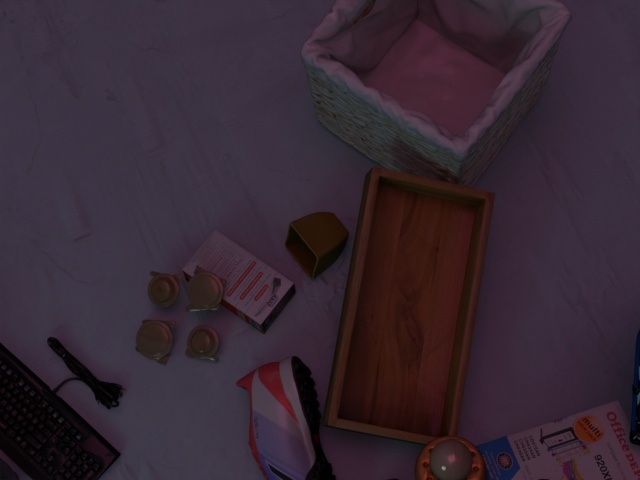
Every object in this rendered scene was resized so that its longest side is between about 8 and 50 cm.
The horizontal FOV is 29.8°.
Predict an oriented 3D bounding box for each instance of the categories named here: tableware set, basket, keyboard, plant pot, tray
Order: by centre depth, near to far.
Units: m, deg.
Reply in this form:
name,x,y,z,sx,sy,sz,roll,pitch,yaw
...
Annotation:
name,x,y,z,sx,sy,sz,roll,pitch,yaw
tray,0.139,0.107,1.899,0.202,0.076,0.411,12,80,-7
keyboard,-0.447,0.257,1.937,0.317,0.033,0.201,38,73,15
tableware set,-0.228,0.123,1.967,0.141,0.020,0.169,7,88,12
plant pot,0.000,0.000,2.007,0.083,0.081,0.081,-30,69,-23
basket,0.186,-0.287,2.017,0.331,0.266,0.328,34,72,14

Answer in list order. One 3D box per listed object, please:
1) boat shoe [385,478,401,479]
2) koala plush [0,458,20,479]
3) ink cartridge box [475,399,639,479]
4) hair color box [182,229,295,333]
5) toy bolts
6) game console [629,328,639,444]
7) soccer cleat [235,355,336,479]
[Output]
name,x,y,z,sx,sy,sz,roll,pitch,yaw
boat shoe,0.150,0.509,1.767,0.127,0.113,0.340,-13,67,-3
koala plush,-0.583,0.325,1.838,0.203,0.196,0.221,-17,67,-18
ink cartridge box,0.362,0.372,1.779,0.232,0.168,0.171,-17,59,-6
hair color box,-0.135,0.068,1.994,0.167,0.053,0.093,34,73,16
toy bolts,0.157,0.402,1.667,0.218,0.158,0.229,-24,63,-6
game console,0.570,0.213,1.773,0.173,0.293,0.250,7,108,24
soccer cleat,-0.050,0.342,1.861,0.116,0.108,0.318,-18,68,15
